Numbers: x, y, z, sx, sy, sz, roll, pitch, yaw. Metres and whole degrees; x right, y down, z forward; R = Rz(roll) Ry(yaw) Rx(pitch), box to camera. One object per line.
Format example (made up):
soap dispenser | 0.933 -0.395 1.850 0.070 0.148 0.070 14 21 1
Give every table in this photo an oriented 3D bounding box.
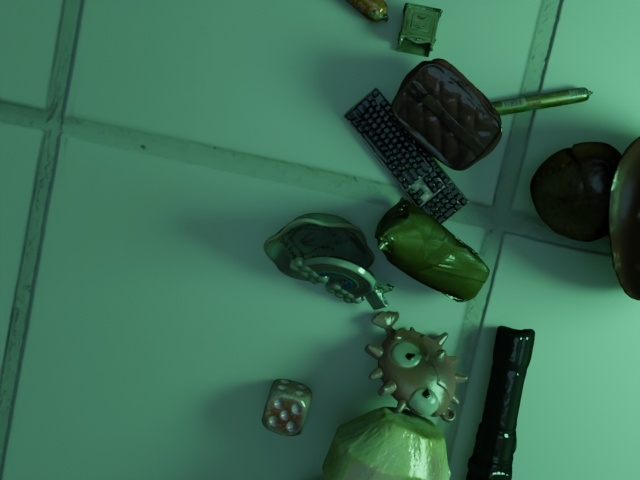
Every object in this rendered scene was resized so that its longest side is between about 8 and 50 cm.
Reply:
table | 0.201 -0.432 1.147 0.079 0.062 0.083 12 95 3

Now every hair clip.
hair clip | 0.057 0.077 1.149 0.220 0.140 0.054 32 59 -28

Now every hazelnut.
hazelnut | 0.530 -0.107 1.107 0.208 0.208 0.208 0 94 3

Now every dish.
dish | 0.000 0.000 1.154 0.229 0.229 0.081 3 54 3

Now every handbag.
handbag | 0.253 -0.251 1.108 0.225 0.135 0.146 45 118 -3

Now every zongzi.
zongzi | 0.218 0.042 1.066 0.260 0.289 0.123 38 104 -2

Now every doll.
doll | 0.194 0.260 1.161 0.211 0.093 0.262 -14 62 -26

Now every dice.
dice | -0.072 0.360 1.205 0.091 0.093 0.094 17 94 2

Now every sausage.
sausage | 0.432 -0.285 1.160 0.268 0.033 0.033 -9 94 4
sausage | 0.010 -0.571 1.150 0.348 0.053 0.053 42 95 -1

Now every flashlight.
flashlight | 0.383 0.386 1.186 0.103 0.103 0.424 10 93 2

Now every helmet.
helmet | 0.712 -0.030 0.988 0.385 0.230 0.338 38 83 -36

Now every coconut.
coconut | 0.127 0.463 1.124 0.259 0.259 0.260 0 94 3

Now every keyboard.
keyboard | 0.185 -0.177 1.185 0.106 0.027 0.317 -40 91 6
